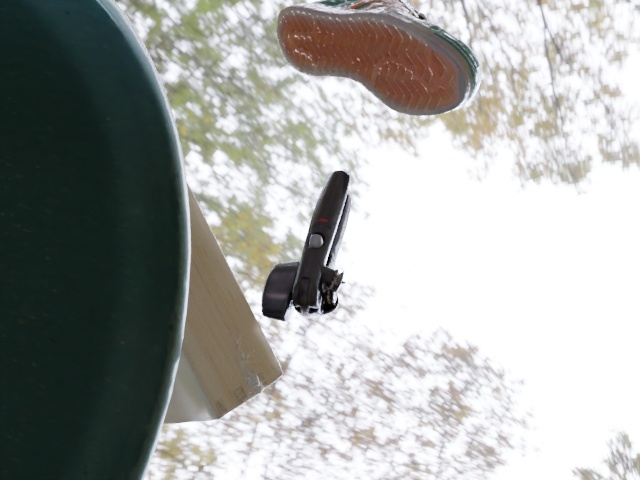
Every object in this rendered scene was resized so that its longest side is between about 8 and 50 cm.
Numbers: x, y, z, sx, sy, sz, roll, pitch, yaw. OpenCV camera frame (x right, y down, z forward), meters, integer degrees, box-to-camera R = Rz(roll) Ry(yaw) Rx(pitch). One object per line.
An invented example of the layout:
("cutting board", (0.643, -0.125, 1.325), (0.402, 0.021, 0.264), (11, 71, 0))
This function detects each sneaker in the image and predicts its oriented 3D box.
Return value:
("sneaker", (0.083, -0.220, 1.370), (0.121, 0.108, 0.302), (-24, -147, -30))

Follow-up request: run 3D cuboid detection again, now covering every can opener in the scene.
("can opener", (0.000, 0.000, 1.152), (0.073, 0.059, 0.186), (14, -132, 8))

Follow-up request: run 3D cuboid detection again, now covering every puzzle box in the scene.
("puzzle box", (-0.190, -0.003, 0.837), (0.052, 0.409, 0.272), (-29, -83, -29))

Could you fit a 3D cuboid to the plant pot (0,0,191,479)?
("plant pot", (-0.206, 0.026, 0.433), (0.196, 0.293, 0.293), (14, -99, 24))
